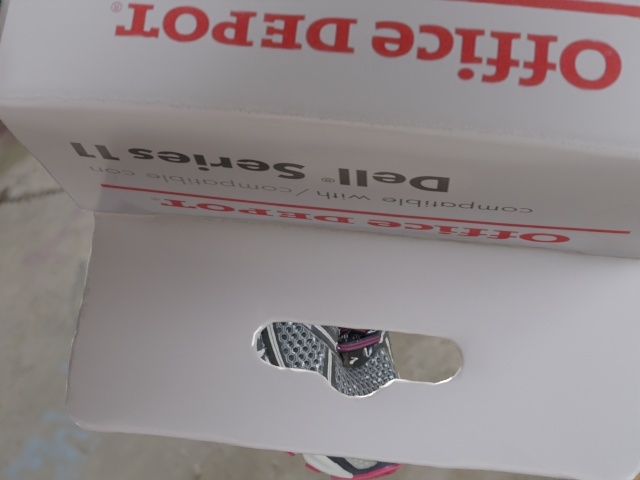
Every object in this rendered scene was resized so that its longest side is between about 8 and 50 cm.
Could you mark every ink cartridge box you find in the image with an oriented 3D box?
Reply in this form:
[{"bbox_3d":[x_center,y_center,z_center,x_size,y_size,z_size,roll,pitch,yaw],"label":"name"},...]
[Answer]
[{"bbox_3d":[0.024,-0.112,0.407,0.207,0.119,0.354,5,77,5],"label":"ink cartridge box"}]

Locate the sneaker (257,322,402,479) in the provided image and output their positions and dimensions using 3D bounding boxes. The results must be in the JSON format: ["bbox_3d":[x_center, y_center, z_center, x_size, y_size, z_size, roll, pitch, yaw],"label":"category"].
[{"bbox_3d":[0.000,0.000,0.791,0.112,0.299,0.121,-16,-3,33],"label":"sneaker"}]

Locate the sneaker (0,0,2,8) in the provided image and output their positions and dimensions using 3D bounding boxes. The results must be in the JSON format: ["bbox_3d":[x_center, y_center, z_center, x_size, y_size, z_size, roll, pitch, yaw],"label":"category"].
[{"bbox_3d":[-0.200,-0.056,0.485,0.275,0.110,0.107,-30,-3,9],"label":"sneaker"}]
